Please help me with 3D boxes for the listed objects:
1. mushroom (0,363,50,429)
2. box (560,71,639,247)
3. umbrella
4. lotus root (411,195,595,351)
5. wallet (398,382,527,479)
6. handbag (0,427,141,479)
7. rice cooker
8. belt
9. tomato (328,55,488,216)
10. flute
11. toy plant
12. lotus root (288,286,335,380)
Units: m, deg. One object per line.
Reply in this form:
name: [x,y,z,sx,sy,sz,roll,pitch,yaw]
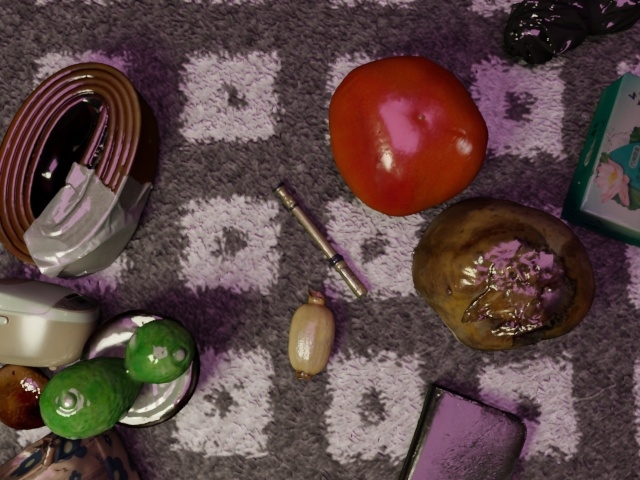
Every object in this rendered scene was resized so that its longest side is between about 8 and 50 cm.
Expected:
mushroom: [-0.461,0.245,1.032,0.123,0.052,0.123,5,112,13]
box: [0.508,-0.127,1.079,0.153,0.092,0.244,20,84,2]
umbrella: [0.468,-0.378,1.108,0.340,0.118,0.118,-17,84,-7]
lotus root: [0.283,0.051,1.022,0.272,0.192,0.272,0,91,0]
wallet: [0.199,0.403,1.041,0.172,0.045,0.318,21,85,3]
handbag: [-0.406,0.390,0.963,0.251,0.193,0.190,-32,81,-4]
rice cooker: [-0.444,0.125,1.019,0.206,0.145,0.127,3,93,4]
belt: [-0.382,-0.105,1.060,0.217,0.122,0.338,17,82,4]
tomato: [0.137,-0.169,1.038,0.260,0.180,0.259,0,89,-6]
flute: [0.000,0.000,1.094,0.027,0.027,0.233,-38,85,-4]
toy plant: [-0.275,0.191,0.966,0.218,0.235,0.175,-34,84,-4]
lotus root: [-0.014,0.150,1.058,0.073,0.062,0.150,9,85,0]
